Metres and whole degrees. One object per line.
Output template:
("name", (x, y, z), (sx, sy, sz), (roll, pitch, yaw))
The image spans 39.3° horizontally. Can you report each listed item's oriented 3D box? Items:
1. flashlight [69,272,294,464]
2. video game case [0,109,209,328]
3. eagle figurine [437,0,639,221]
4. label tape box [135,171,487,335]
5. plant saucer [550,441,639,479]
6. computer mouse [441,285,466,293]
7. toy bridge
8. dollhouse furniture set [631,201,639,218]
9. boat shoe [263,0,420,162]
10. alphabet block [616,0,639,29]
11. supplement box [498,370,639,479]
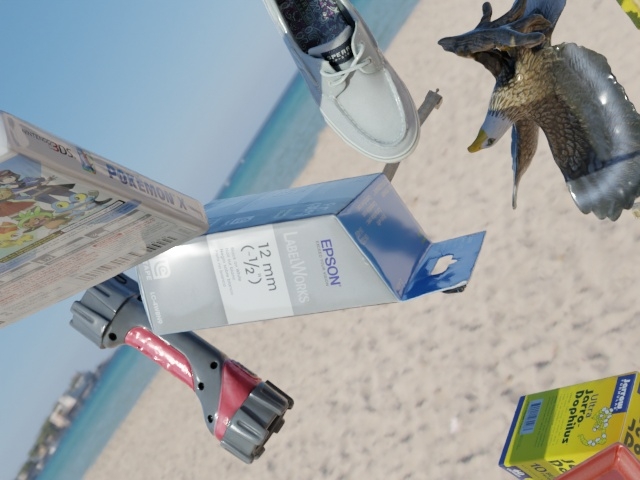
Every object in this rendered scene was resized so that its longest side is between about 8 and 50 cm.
("flashlight", (-0.183, 0.160, 1.143), (0.103, 0.304, 0.103), (-45, -18, -52))
("video game case", (-0.294, 0.019, 0.724), (0.329, 0.036, 0.300), (-24, -15, 13))
("eagle figurine", (0.289, -0.179, 1.215), (0.225, 0.298, 0.226), (-32, 32, 24))
("label tape box", (0.000, 0.000, 1.025), (0.348, 0.115, 0.249), (-11, 11, 17))
("plant saucer", (0.428, 0.463, 1.332), (0.259, 0.259, 0.047), (-25, -39, -16))
("computer mouse", (0.216, 0.080, 2.001), (0.071, 0.242, 0.041), (48, -123, -52))
("toy bridge", (0.130, -0.148, 1.347), (0.188, 0.026, 0.063), (-60, -10, -2))
("dollhouse furniture set", (0.583, -0.036, 1.468), (0.091, 0.114, 0.081), (-19, 21, 49))
("boat shoe", (0.010, -0.167, 0.799), (0.079, 0.227, 0.081), (-34, -1, 7))
("alphabet block", (0.560, -0.411, 1.314), (0.193, 0.197, 0.192), (-102, 27, -47))
("supplement box", (0.597, 0.443, 1.963), (0.356, 0.194, 0.195), (-30, 27, 54))
